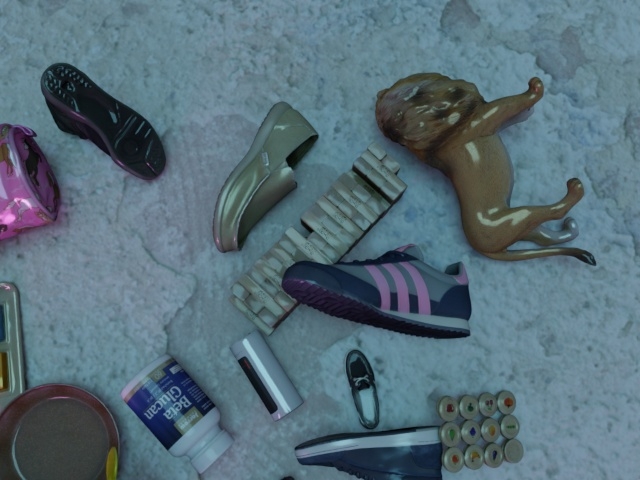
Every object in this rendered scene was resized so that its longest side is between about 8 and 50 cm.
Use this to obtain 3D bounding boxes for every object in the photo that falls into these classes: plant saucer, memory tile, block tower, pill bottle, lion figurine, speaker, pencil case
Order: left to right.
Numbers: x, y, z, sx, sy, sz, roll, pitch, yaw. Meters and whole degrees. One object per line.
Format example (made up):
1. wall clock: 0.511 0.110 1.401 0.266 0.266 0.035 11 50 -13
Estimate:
1. pencil case: -0.602 -0.050 0.942 0.386 0.167 0.160 -19 46 -4
2. plant saucer: -0.402 0.317 0.937 0.199 0.036 0.198 0 83 -3
3. pill bottle: -0.210 0.262 0.922 0.094 0.094 0.169 -43 84 -7
4. speaker: -0.084 0.207 0.953 0.055 0.055 0.136 -32 83 -6
5. block tower: 0.000 0.000 0.968 0.091 0.097 0.335 43 84 7
6. memory tile: 0.244 0.290 0.935 0.148 0.012 0.113 1 79 -24
7. lion figurine: 0.257 -0.101 0.967 0.240 0.142 0.392 -23 86 3

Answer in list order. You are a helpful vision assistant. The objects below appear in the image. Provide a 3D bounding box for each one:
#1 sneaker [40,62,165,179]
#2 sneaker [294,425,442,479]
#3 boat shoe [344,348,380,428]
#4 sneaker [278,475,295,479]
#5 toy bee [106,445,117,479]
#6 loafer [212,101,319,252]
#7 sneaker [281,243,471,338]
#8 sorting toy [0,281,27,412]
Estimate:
1. sneaker: -0.356 -0.188 1.009 0.227 0.130 0.087 40 76 -22
2. sneaker: 0.077 0.367 0.911 0.226 0.086 0.163 -3 78 -2
3. boat shoe: 0.066 0.232 0.958 0.046 0.038 0.125 -9 81 -2
4. sneaker: -0.051 0.440 0.921 0.075 0.057 0.161 20 77 -17
5. toy bee: -0.278 0.407 0.860 0.162 0.298 0.195 -7 55 37
6. loafer: -0.085 -0.096 0.979 0.092 0.102 0.268 23 80 9
7. sneaker: 0.091 0.059 0.921 0.319 0.112 0.131 18 69 -27
8. sorting toy: -0.568 0.181 0.961 0.193 0.038 0.208 -11 81 -2
